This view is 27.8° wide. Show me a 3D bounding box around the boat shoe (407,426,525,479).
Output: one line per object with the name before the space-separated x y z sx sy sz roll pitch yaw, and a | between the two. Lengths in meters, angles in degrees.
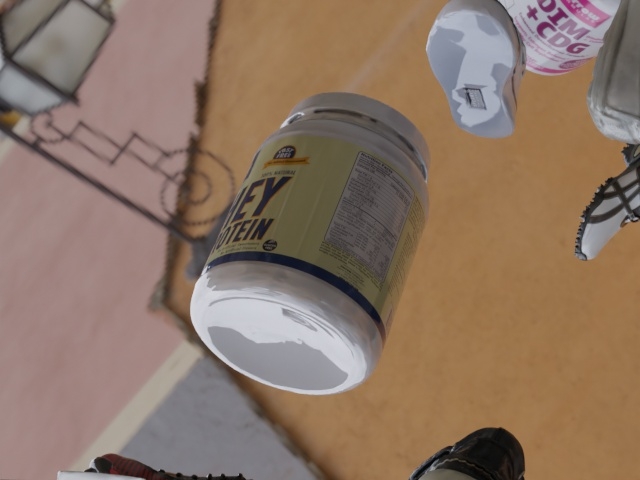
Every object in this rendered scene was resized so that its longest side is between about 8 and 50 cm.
boat shoe | 0.111 0.284 1.199 0.127 0.340 0.113 25 -132 15

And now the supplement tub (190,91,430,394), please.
supplement tub | 0.000 0.000 1.593 0.235 0.235 0.324 35 -127 -19

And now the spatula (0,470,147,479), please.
spatula | -0.290 0.242 1.274 0.242 0.019 0.168 4 165 -4

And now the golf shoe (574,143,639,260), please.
golf shoe | 0.382 -0.048 1.557 0.094 0.198 0.077 35 -167 17

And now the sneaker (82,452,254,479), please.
sneaker | -0.151 0.325 1.563 0.276 0.097 0.135 32 -120 5

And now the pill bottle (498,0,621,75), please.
pill bottle | 0.323 -0.311 1.507 0.160 0.160 0.283 40 158 -7

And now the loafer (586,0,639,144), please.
loafer | 0.351 -0.244 1.256 0.111 0.319 0.112 11 176 31

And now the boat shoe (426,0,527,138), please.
boat shoe | 0.165 -0.196 1.333 0.095 0.084 0.258 12 161 11
